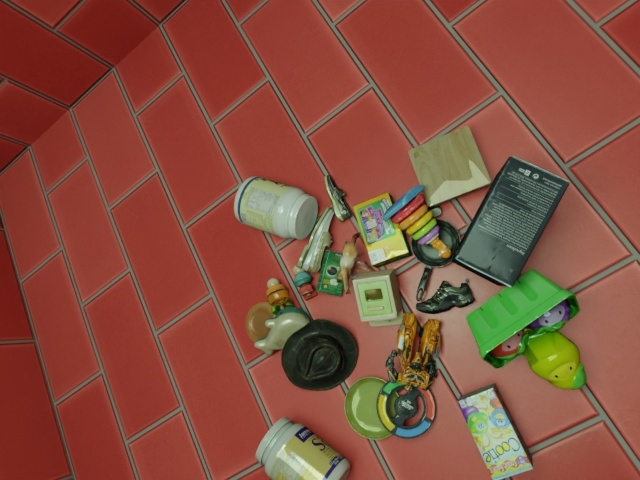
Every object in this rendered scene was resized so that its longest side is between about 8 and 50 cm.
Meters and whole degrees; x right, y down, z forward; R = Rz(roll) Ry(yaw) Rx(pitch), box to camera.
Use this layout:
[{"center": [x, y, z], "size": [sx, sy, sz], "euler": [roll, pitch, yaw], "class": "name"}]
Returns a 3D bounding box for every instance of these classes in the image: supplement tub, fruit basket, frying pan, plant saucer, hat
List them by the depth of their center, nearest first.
[{"center": [0.749, 0.344, 1.572], "size": [0.391, 0.283, 0.392], "euler": [-16, 60, 28], "class": "fruit basket"}, {"center": [-0.071, 0.894, 1.822], "size": [0.331, 0.241, 0.241], "euler": [30, 93, 24], "class": "supplement tub"}, {"center": [0.471, 0.075, 1.832], "size": [0.197, 0.053, 0.327], "euler": [-8, 80, 21], "class": "frying pan"}, {"center": [0.216, 0.677, 1.847], "size": [0.240, 0.037, 0.241], "euler": [-4, 80, 21], "class": "plant saucer"}, {"center": [-0.003, 0.497, 1.865], "size": [0.331, 0.134, 0.332], "euler": [0, 99, 0], "class": "hat"}, {"center": [-0.199, -0.144, 2.051], "size": [0.324, 0.235, 0.236], "euler": [19, 89, 24], "class": "supplement tub"}, {"center": [-0.265, 0.383, 2.101], "size": [0.199, 0.037, 0.200], "euler": [-4, 79, 22], "class": "plant saucer"}]

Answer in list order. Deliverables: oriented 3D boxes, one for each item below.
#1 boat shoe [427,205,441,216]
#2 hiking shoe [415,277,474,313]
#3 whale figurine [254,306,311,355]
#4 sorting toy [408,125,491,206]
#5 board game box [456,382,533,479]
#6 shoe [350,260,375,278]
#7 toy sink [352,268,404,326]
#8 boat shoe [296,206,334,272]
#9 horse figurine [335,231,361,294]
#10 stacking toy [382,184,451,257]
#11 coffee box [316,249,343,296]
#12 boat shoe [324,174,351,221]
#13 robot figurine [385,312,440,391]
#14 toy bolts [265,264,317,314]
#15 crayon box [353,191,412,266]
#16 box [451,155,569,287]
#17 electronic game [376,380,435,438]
[{"center": [0.438, -0.114, 1.885], "size": [0.125, 0.038, 0.046], "euler": [-19, 116, 25], "class": "boat shoe"}, {"center": [0.483, 0.220, 1.796], "size": [0.226, 0.086, 0.114], "euler": [-14, 67, 11], "class": "hiking shoe"}, {"center": [-0.163, 0.395, 1.996], "size": [0.272, 0.216, 0.141], "euler": [-38, 28, 20], "class": "whale figurine"}, {"center": [0.524, -0.289, 1.850], "size": [0.255, 0.089, 0.257], "euler": [-21, 73, 18], "class": "sorting toy"}, {"center": [0.618, 0.674, 1.619], "size": [0.142, 0.144, 0.276], "euler": [-29, 71, 17], "class": "board game box"}, {"center": [0.198, 0.128, 1.932], "size": [0.177, 0.063, 0.081], "euler": [2, 85, 27], "class": "shoe"}, {"center": [0.235, 0.247, 1.822], "size": [0.152, 0.131, 0.234], "euler": [-9, 97, 21], "class": "toy sink"}, {"center": [0.000, 0.000, 2.023], "size": [0.103, 0.113, 0.303], "euler": [26, 85, -2], "class": "boat shoe"}, {"center": [0.112, 0.086, 1.870], "size": [0.066, 0.174, 0.264], "euler": [14, 88, -3], "class": "horse figurine"}, {"center": [0.408, -0.049, 1.792], "size": [0.302, 0.175, 0.166], "euler": [49, 142, 2], "class": "stacking toy"}, {"center": [0.056, 0.142, 1.969], "size": [0.040, 0.113, 0.184], "euler": [7, 84, 67], "class": "coffee box"}, {"center": [0.080, -0.195, 2.033], "size": [0.073, 0.080, 0.224], "euler": [-21, 79, 13], "class": "boat shoe"}, {"center": [0.367, 0.436, 1.756], "size": [0.210, 0.085, 0.291], "euler": [14, 76, -7], "class": "robot figurine"}, {"center": [-0.147, 0.195, 2.007], "size": [0.228, 0.218, 0.159], "euler": [-23, 66, -1], "class": "toy bolts"}, {"center": [0.261, -0.044, 1.924], "size": [0.165, 0.081, 0.279], "euler": [-21, 73, 18], "class": "crayon box"}, {"center": [0.657, -0.054, 1.625], "size": [0.211, 0.293, 0.396], "euler": [28, 92, 13], "class": "box"}, {"center": [0.331, 0.645, 1.764], "size": [0.229, 0.048, 0.230], "euler": [-1, 73, 3], "class": "electronic game"}]
